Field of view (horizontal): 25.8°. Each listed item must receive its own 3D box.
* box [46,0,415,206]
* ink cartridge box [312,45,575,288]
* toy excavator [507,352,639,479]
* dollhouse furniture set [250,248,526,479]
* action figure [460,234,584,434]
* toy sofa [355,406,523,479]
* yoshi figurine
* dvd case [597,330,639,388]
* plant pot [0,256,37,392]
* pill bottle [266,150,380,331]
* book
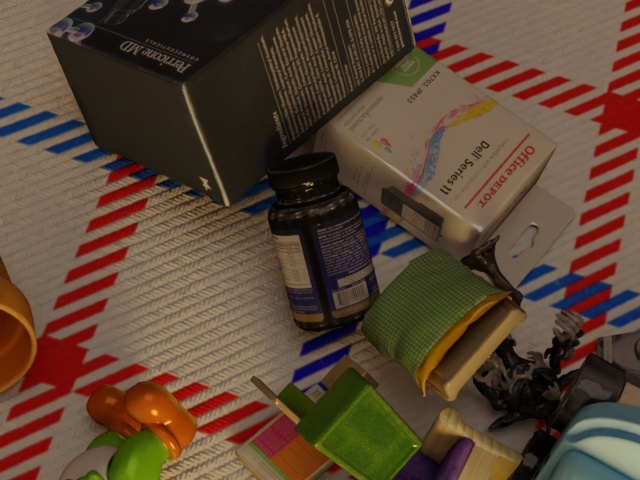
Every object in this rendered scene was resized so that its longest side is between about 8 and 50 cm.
[{"bbox_3d":[-0.116,-0.278,1.924,0.293,0.212,0.395,24,56,38],"label":"box"},{"bbox_3d":[0.188,-0.106,1.988,0.353,0.119,0.207,36,62,11],"label":"ink cartridge box"},{"bbox_3d":[0.278,0.413,1.640,0.222,0.433,0.445,31,34,8],"label":"toy excavator"},{"bbox_3d":[0.077,0.122,1.708,0.301,0.151,0.197,-48,42,-5],"label":"dollhouse furniture set"},{"bbox_3d":[0.255,0.141,1.835,0.164,0.141,0.276,-31,85,-14],"label":"action figure"},{"bbox_3d":[0.084,0.381,1.690,0.177,0.150,0.362,29,62,6],"label":"toy sofa"},{"bbox_3d":[-0.314,0.324,1.652,0.203,0.203,0.362,19,62,20],"label":"yoshi figurine"},{"bbox_3d":[0.477,0.185,1.854,0.221,0.018,0.164,-12,52,25],"label":"dvd case"},{"bbox_3d":[-0.471,0.073,1.761,0.205,0.205,0.188,-7,48,-12],"label":"plant pot"},{"bbox_3d":[0.000,0.000,1.842,0.123,0.123,0.219,-18,105,-17],"label":"pill bottle"},{"bbox_3d":[-0.026,0.263,1.806,0.144,0.035,0.096,-37,69,-24],"label":"book"}]
